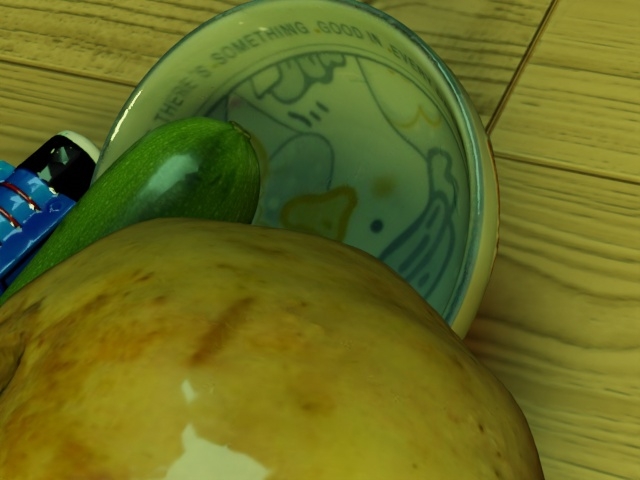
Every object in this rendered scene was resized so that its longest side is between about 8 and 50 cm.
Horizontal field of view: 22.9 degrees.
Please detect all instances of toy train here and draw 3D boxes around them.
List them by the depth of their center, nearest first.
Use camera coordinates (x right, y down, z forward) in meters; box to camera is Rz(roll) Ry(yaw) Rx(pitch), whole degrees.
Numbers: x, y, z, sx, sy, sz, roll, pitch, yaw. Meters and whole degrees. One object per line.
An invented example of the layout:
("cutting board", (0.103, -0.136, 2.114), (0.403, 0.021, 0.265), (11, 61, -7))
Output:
("toy train", (-0.205, 0.015, 0.999), (0.082, 0.131, 0.204), (27, 60, 33))

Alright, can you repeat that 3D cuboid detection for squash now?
("squash", (-0.163, 0.084, 0.893), (0.101, 0.101, 0.379), (36, 91, 36))

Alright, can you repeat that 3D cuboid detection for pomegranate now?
("pomegranate", (-0.037, 0.156, 0.728), (0.338, 0.338, 0.338), (-7, 48, 8))

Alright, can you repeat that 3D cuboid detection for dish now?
("dish", (0.000, 0.000, 0.962), (0.273, 0.134, 0.273), (-8, 75, 29))
